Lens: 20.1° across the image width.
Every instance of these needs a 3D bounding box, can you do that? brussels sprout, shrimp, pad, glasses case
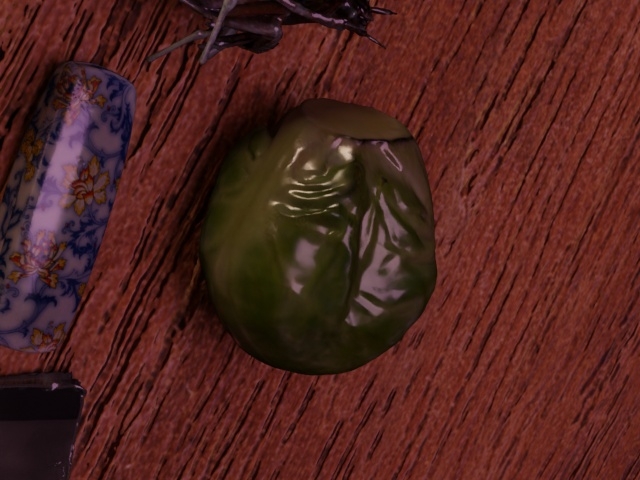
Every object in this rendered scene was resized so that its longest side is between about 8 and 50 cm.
[{"bbox_3d":[0.000,0.000,1.642,0.244,0.244,0.244,-16,115,-39],"label":"brussels sprout"},{"bbox_3d":[-0.099,-0.249,1.496,0.410,0.166,0.221,34,53,-49],"label":"shrimp"},{"bbox_3d":[-0.311,0.200,1.542,0.233,0.022,0.174,-1,106,-42],"label":"pad"},{"bbox_3d":[-0.221,-0.028,1.513,0.087,0.065,0.248,17,93,-46],"label":"glasses case"}]
